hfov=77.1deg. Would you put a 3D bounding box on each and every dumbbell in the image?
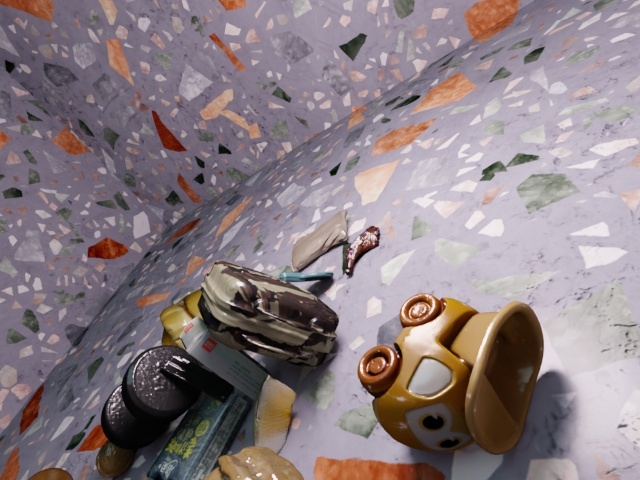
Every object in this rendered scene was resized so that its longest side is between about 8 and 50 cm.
[{"bbox_3d":[-0.497,0.461,1.170,0.322,0.204,0.203,-46,17,36],"label":"dumbbell"}]

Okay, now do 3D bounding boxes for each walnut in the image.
[{"bbox_3d":[-0.125,0.489,0.741,0.245,0.198,0.198,6,50,52],"label":"walnut"},{"bbox_3d":[-0.634,0.667,1.239,0.105,0.105,0.124,-31,27,17],"label":"walnut"}]

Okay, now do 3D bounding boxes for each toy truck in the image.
[{"bbox_3d":[0.223,0.223,0.686,0.288,0.204,0.212,-49,29,-23],"label":"toy truck"}]

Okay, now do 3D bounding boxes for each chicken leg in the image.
[{"bbox_3d":[0.130,0.028,1.319,0.093,0.053,0.205,24,70,47],"label":"chicken leg"}]

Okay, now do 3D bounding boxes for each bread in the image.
[{"bbox_3d":[-0.379,0.257,1.372,0.341,0.210,0.300,-29,4,-11],"label":"bread"}]

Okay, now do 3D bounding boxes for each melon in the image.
[{"bbox_3d":[-0.120,0.433,0.970,0.139,0.093,0.202,134,145,-67],"label":"melon"}]

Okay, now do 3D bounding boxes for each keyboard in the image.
[{"bbox_3d":[-0.331,0.369,1.083,0.063,0.198,0.010,-53,-15,-56],"label":"keyboard"}]

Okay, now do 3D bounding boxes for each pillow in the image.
[{"bbox_3d":[0.000,0.000,1.512,0.270,0.067,0.173,-33,31,16],"label":"pillow"}]

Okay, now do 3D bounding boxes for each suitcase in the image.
[{"bbox_3d":[-0.133,0.203,1.038,0.339,0.352,0.194,25,91,61],"label":"suitcase"}]

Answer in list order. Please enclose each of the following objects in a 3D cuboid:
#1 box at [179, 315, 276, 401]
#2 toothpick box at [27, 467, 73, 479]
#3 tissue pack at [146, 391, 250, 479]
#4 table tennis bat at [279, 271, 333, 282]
[{"bbox_3d":[-0.250,0.322,1.085,0.079,0.269,0.135,-51,25,-15],"label":"box"},{"bbox_3d":[-0.805,0.796,1.171,0.192,0.192,0.294,-51,21,-23],"label":"toothpick box"},{"bbox_3d":[-0.322,0.527,1.065,0.185,0.081,0.257,-15,35,43],"label":"tissue pack"},{"bbox_3d":[-0.046,0.117,1.277,0.124,0.201,0.033,-19,73,44],"label":"table tennis bat"}]
